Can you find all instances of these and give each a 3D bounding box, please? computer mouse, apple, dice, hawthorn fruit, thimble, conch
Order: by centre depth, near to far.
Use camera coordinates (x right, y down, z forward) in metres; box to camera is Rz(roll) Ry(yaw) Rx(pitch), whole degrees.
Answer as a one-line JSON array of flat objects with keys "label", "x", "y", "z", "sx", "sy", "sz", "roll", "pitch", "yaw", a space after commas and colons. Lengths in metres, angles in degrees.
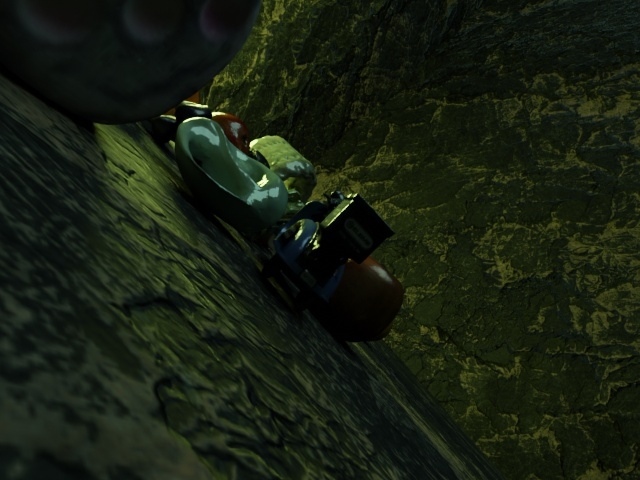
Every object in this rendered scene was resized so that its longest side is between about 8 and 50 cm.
[{"label": "dice", "x": -0.240, "y": -0.309, "z": 0.428, "sx": 0.270, "sy": 0.271, "sz": 0.270, "roll": 47, "pitch": -1, "yaw": 15}, {"label": "conch", "x": -0.156, "y": -0.101, "z": 0.713, "sx": 0.221, "sy": 0.121, "sz": 0.185, "roll": 40, "pitch": 5, "yaw": -15}, {"label": "apple", "x": 0.070, "y": 0.115, "z": 0.880, "sx": 0.181, "sy": 0.168, "sz": 0.181, "roll": 41, "pitch": 0, "yaw": 0}, {"label": "hawthorn fruit", "x": -0.264, "y": -0.246, "z": 1.099, "sx": 0.173, "sy": 0.173, "sz": 0.173, "roll": 47, "pitch": -1, "yaw": 1}, {"label": "computer mouse", "x": -0.178, "y": -0.150, "z": 1.150, "sx": 0.077, "sy": 0.147, "sz": 0.242, "roll": 19, "pitch": -31, "yaw": -7}, {"label": "thimble", "x": -0.169, "y": -0.199, "z": 1.479, "sx": 0.195, "sy": 0.291, "sz": 0.291, "roll": 46, "pitch": -1, "yaw": 21}]

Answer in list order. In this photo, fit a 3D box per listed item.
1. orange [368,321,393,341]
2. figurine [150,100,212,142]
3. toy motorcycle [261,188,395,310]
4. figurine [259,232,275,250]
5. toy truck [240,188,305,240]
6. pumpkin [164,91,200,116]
[{"label": "orange", "x": 0.154, "y": 0.251, "z": 1.362, "sx": 0.155, "sy": 0.134, "sz": 0.155, "roll": 46, "pitch": -25, "yaw": 29}, {"label": "figurine", "x": -0.384, "y": -0.354, "z": 0.805, "sx": 0.421, "sy": 0.154, "sz": 0.193, "roll": 56, "pitch": 30, "yaw": -24}, {"label": "toy motorcycle", "x": 0.000, "y": 0.000, "z": 0.771, "sx": 0.125, "sy": 0.212, "sz": 0.358, "roll": 46, "pitch": -1, "yaw": -11}, {"label": "figurine", "x": -0.151, "y": -0.036, "z": 1.070, "sx": 0.146, "sy": 0.081, "sz": 0.098, "roll": 41, "pitch": -48, "yaw": 33}, {"label": "toy truck", "x": -0.102, "y": -0.072, "z": 0.925, "sx": 0.085, "sy": 0.116, "sz": 0.191, "roll": 47, "pitch": 27, "yaw": 20}, {"label": "pumpkin", "x": -0.449, "y": -0.380, "z": 1.053, "sx": 0.280, "sy": 0.190, "sz": 0.139, "roll": -8, "pitch": 39, "yaw": -35}]
